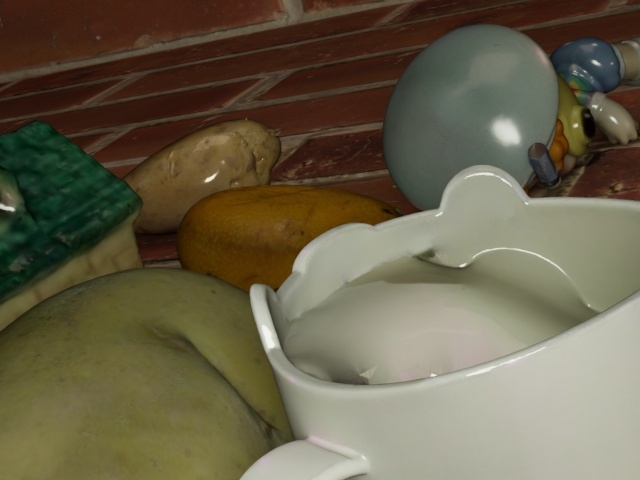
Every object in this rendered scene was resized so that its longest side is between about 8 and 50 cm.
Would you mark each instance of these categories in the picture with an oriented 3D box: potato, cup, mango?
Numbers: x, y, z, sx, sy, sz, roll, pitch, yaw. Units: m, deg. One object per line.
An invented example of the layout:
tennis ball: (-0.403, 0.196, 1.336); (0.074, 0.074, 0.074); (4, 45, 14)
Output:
potato: (-0.157, -0.073, 1.704); (0.234, 0.128, 0.161); (-26, 4, -15)
cup: (0.079, 0.127, 0.655); (0.289, 0.258, 0.219); (-29, 21, -34)
mango: (-0.022, 0.014, 1.314); (0.295, 0.120, 0.177); (13, 29, 42)
potato: (-0.120, 0.166, 0.741); (0.221, 0.243, 0.326); (-9, 32, 39)

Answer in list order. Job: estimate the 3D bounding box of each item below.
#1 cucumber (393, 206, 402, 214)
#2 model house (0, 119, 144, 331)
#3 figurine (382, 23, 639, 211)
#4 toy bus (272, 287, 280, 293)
cucumber: (0.000, 0.000, 1.436); (0.187, 0.058, 0.058); (-7, 20, 27)
model house: (-0.290, 0.090, 0.956); (0.334, 0.343, 0.382); (-1, 23, 42)
figurine: (0.231, -0.161, 1.496); (0.224, 0.205, 0.382); (-8, 16, 42)
toy bus: (0.056, 0.114, 0.990); (0.092, 0.093, 0.409); (-15, 17, -22)
